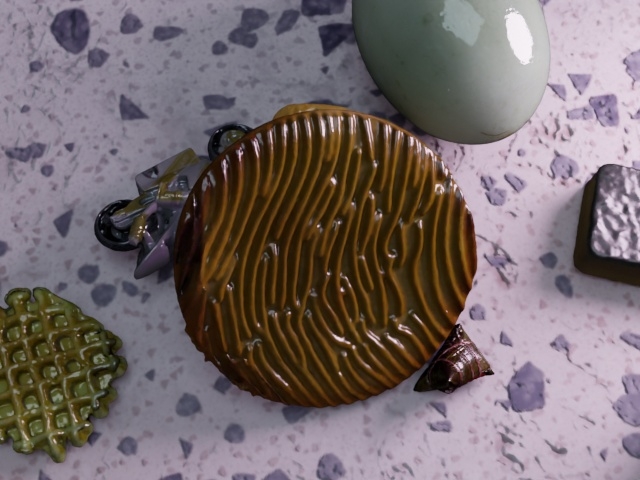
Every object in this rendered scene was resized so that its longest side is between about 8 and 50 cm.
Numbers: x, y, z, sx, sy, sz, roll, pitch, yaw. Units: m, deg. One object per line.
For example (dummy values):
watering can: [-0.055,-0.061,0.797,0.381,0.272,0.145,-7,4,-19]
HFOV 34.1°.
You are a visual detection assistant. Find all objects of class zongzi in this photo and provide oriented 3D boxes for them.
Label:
zongzi: [0.130,0.140,1.111,0.083,0.073,0.067,-31,87,-47]

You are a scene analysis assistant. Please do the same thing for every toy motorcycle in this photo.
toy motorcycle: [-0.131,-0.035,1.169,0.225,0.073,0.152,-37,65,-20]

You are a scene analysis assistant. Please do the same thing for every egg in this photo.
egg: [0.144,-0.236,1.170,0.203,0.203,0.282,-24,74,-7]

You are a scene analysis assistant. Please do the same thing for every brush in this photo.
brush: [0.387,-0.010,1.151,0.197,0.059,0.123,11,68,6]

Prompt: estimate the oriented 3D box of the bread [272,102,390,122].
bread: [0.015,-0.099,1.164,0.149,0.122,0.073,8,73,6]

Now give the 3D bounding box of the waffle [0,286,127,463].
waffle: [-0.306,0.143,1.127,0.183,0.036,0.169,28,75,14]

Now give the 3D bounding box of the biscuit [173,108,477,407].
biscuit: [0.008,0.024,1.067,0.318,0.040,0.318,-3,106,-11]
